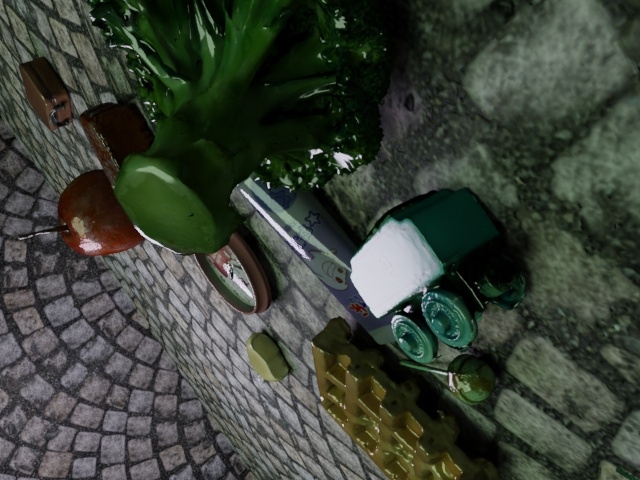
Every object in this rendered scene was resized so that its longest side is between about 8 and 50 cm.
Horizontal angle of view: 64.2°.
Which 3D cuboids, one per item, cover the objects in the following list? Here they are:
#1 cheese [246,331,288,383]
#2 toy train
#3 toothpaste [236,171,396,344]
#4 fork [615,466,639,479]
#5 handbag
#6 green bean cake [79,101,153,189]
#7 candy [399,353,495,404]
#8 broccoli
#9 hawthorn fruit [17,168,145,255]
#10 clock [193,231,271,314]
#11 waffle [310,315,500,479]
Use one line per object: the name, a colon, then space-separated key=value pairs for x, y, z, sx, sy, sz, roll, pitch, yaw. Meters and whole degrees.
cheese: x=-0.140 y=0.317 z=1.284 sx=0.127 sy=0.050 sz=0.255 roll=44 pitch=152 yaw=15
toy train: x=0.118 y=0.038 z=0.540 sx=0.154 sy=0.107 sz=0.198 roll=56 pitch=153 yaw=12
toothpaste: x=0.000 y=0.000 z=0.724 sx=0.371 sy=0.080 sz=0.125 roll=49 pitch=149 yaw=-5
fork: x=0.396 y=0.275 z=0.463 sx=0.235 sy=0.021 sz=0.039 roll=29 pitch=139 yaw=41
handbag: x=-0.758 y=-0.398 z=1.417 sx=0.151 sy=0.072 sz=0.193 roll=54 pitch=150 yaw=-1
green bean cake: x=-0.410 y=-0.178 z=1.103 sx=0.198 sy=0.097 sz=0.233 roll=23 pitch=138 yaw=46
candy: x=0.159 y=0.176 z=0.693 sx=0.061 sy=0.061 sz=0.202 roll=58 pitch=160 yaw=-7
broccoli: x=-0.077 y=-0.143 z=0.453 sx=0.297 sy=0.297 sz=0.297 roll=12 pitch=139 yaw=10
hawthorn fruit: x=-0.570 y=-0.058 z=1.350 sx=0.235 sy=0.263 sz=0.231 roll=-1 pitch=148 yaw=26
clock: x=-0.185 y=0.047 z=1.051 sx=0.244 sy=0.056 sz=0.244 roll=35 pitch=144 yaw=31
waffle: x=0.122 y=0.318 z=0.851 sx=0.348 sy=0.077 sz=0.304 roll=40 pitch=153 yaw=29
